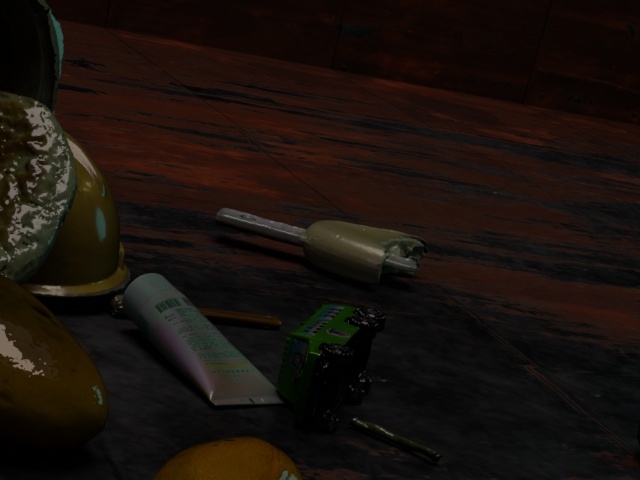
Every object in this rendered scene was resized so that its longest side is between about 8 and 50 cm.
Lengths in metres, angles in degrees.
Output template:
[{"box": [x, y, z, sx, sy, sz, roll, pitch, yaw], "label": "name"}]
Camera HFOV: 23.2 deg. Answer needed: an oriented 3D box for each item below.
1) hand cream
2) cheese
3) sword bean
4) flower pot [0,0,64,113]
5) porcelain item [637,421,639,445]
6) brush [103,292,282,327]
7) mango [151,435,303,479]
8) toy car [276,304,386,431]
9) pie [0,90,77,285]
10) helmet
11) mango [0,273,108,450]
[{"box": [-0.103, 0.088, 1.283, 0.076, 0.047, 0.174, 2, 26, -42], "label": "hand cream"}, {"box": [0.000, 0.001, 1.713, 0.235, 0.050, 0.127, 16, 14, 4], "label": "cheese"}, {"box": [0.058, 0.155, 1.216, 0.083, 0.012, 0.012, 19, 14, 31], "label": "sword bean"}, {"box": [-0.460, -0.185, 1.665, 0.259, 0.290, 0.290, 7, 7, 39], "label": "flower pot"}, {"box": [0.349, 0.147, 1.308, 0.147, 0.114, 0.147, 14, 11, -3], "label": "porcelain item"}, {"box": [-0.113, 0.066, 1.415, 0.170, 0.014, 0.043, 9, 12, -25], "label": "brush"}, {"box": [-0.059, 0.168, 0.916, 0.098, 0.075, 0.190, 8, 19, 4], "label": "mango"}, {"box": [0.005, 0.099, 1.268, 0.062, 0.071, 0.165, 15, 14, 12], "label": "toy car"}, {"box": [-0.313, -0.036, 1.290, 0.240, 0.054, 0.240, -5, 53, 7], "label": "pie"}, {"box": [-0.279, -0.044, 1.416, 0.257, 0.140, 0.205, 23, 19, 37], "label": "helmet"}, {"box": [-0.227, 0.079, 1.067, 0.195, 0.098, 0.137, 23, 11, 17], "label": "mango"}]
